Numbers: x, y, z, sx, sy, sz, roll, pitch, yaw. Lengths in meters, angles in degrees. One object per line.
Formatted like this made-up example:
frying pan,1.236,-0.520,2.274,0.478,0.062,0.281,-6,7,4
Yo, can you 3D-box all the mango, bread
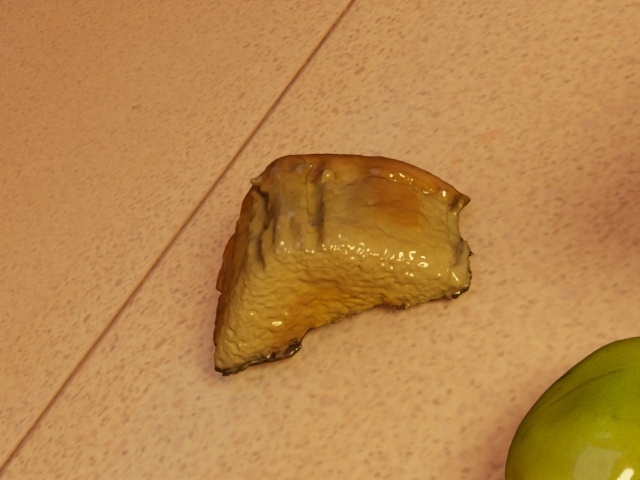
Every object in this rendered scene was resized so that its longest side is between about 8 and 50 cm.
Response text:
mango,0.182,0.128,0.785,0.117,0.089,0.163,-11,28,43
bread,-0.009,-0.003,1.058,0.251,0.133,0.174,-20,38,20
